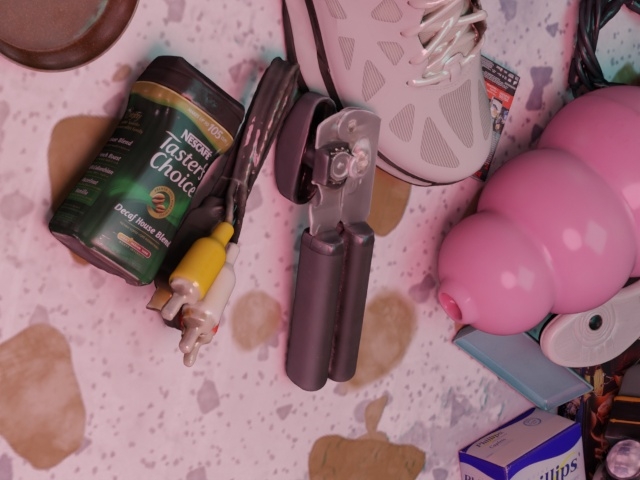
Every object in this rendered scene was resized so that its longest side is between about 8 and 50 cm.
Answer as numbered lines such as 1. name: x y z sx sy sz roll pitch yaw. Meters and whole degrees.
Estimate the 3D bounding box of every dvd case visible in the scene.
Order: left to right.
1. dvd case: 0.159 -0.130 1.500 0.087 0.013 0.119 21 85 -41

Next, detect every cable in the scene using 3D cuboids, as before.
1. cable: -0.070 -0.021 1.279 0.287 0.072 0.139 -61 165 -24
2. cable: 0.345 -0.223 1.622 0.184 0.047 0.150 -12 103 -35

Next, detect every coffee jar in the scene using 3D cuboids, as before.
1. coffee jar: -0.142 -0.061 1.216 0.096 0.079 0.184 36 76 -34

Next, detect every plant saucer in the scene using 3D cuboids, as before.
1. plant saucer: -0.218 -0.219 1.151 0.168 0.029 0.168 -9 105 -38
2. plant saucer: 0.224 0.133 1.589 0.192 0.067 0.018 38 34 -39

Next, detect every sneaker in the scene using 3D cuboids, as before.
1. sneaker: 0.093 -0.209 1.264 0.169 0.257 0.447 -47 126 -23
2. sneaker: 0.310 0.065 1.609 0.217 0.121 0.079 -25 116 -19

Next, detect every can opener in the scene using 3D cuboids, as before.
1. can opener: 0.000 0.000 1.367 0.076 0.095 0.283 -14 122 -39

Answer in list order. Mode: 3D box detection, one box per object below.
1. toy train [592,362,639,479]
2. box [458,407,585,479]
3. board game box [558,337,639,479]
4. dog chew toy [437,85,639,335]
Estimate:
1. toy train: 0.434 0.284 1.693 0.334 0.142 0.190 43 60 -41
2. box: 0.229 0.277 1.614 0.126 0.072 0.137 -24 114 -35
3. board game box: 0.350 0.191 1.716 0.165 0.042 0.243 -11 107 -38
4. dog chew toy: 0.258 -0.019 1.496 0.332 0.206 0.206 -34 120 -21
